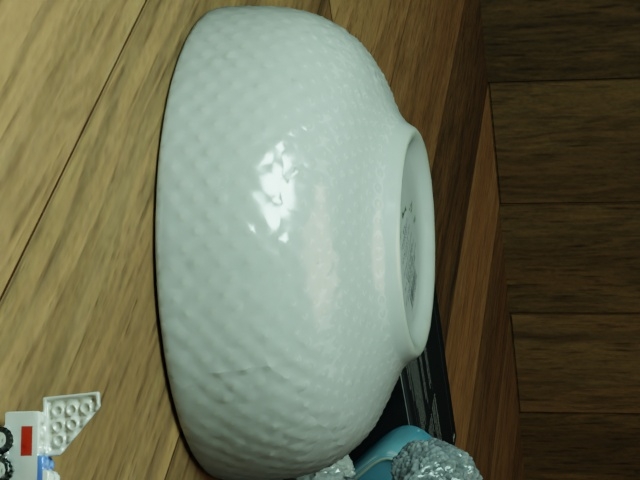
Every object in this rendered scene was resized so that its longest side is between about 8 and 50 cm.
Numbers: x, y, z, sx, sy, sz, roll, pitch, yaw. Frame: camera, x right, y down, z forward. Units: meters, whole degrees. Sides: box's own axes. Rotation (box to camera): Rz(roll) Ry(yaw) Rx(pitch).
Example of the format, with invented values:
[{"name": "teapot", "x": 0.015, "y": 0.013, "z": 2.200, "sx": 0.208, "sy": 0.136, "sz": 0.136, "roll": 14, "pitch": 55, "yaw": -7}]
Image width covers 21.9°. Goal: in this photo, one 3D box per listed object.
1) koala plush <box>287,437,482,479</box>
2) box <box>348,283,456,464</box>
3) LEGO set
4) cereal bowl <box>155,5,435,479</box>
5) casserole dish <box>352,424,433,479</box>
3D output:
[{"name": "koala plush", "x": 0.022, "y": 0.242, "z": 1.251, "sx": 0.221, "sy": 0.203, "sz": 0.196, "roll": -132, "pitch": -154, "yaw": -77}, {"name": "box", "x": 0.053, "y": 0.145, "z": 1.473, "sx": 0.184, "sy": 0.103, "sz": 0.261, "roll": -72, "pitch": 157, "yaw": -50}, {"name": "LEGO set", "x": -0.130, "y": 0.194, "z": 0.756, "sx": 0.182, "sy": 0.060, "sz": 0.244, "roll": -80, "pitch": 164, "yaw": -53}, {"name": "cereal bowl", "x": 0.000, "y": 0.000, "z": 1.157, "sx": 0.339, "sy": 0.141, "sz": 0.339, "roll": -2, "pitch": 90, "yaw": -78}, {"name": "casserole dish", "x": 0.053, "y": 0.233, "z": 1.364, "sx": 0.037, "sy": 0.188, "sz": 0.114, "roll": -21, "pitch": 70, "yaw": -48}]
